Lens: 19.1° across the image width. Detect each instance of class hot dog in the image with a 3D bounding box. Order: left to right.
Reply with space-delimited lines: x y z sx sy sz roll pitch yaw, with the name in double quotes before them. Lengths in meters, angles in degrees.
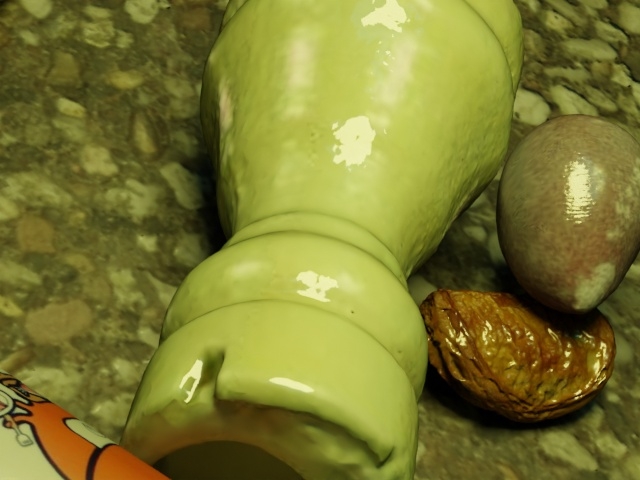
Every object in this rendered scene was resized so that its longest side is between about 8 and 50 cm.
"hot dog" 0.133 0.074 1.320 0.147 0.065 0.099 2 47 -27

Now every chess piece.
"chess piece" 0.000 0.000 1.213 0.234 0.234 0.442 18 42 -2

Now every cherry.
"cherry" 0.176 0.003 1.338 0.115 0.188 0.148 -11 53 -13

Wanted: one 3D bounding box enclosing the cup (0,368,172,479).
"cup" -0.163 0.195 0.994 0.317 0.212 0.212 32 45 13
